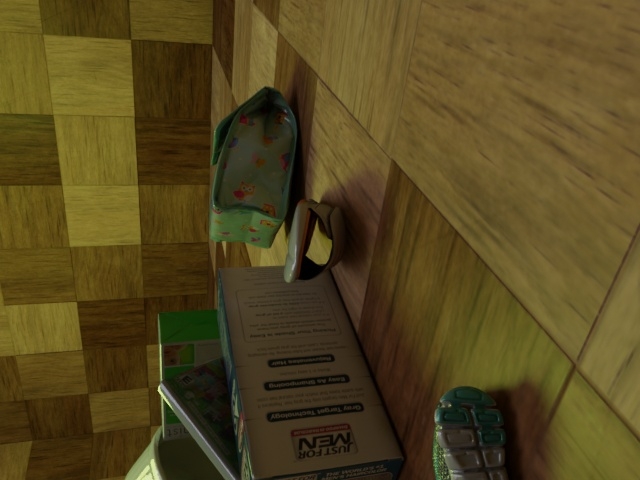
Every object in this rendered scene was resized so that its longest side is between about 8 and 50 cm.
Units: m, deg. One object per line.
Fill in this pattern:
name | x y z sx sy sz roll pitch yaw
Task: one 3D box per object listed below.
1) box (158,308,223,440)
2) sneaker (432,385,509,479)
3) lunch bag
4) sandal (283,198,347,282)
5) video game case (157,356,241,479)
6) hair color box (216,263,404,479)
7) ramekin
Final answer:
box | -0.193 0.264 1.154 0.127 0.262 0.231 -127 39 -63
sneaker | 0.121 0.199 0.449 0.076 0.065 0.166 85 -177 -80
lunch bag | -0.133 -0.140 1.095 0.223 0.160 0.262 131 146 -72
sandal | 0.002 -0.010 0.806 0.265 0.076 0.102 -70 -8 -76
video game case | -0.087 0.245 0.781 0.212 0.193 0.023 43 119 24
hair color box | -0.036 0.179 0.756 0.347 0.174 0.105 -112 25 -51
ramekin | -0.267 0.518 1.159 0.135 0.277 0.277 -47 30 9
